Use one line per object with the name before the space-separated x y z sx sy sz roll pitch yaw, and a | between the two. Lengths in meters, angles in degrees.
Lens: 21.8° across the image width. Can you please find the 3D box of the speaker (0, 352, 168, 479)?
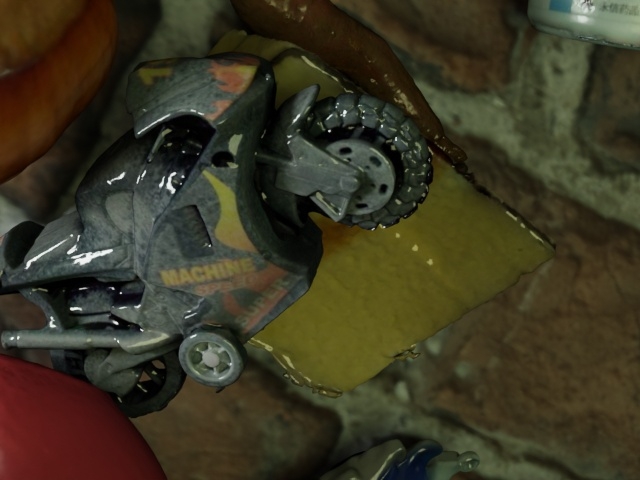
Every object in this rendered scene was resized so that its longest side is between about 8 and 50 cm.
speaker | -0.227 0.206 0.961 0.294 0.294 0.294 -5 106 -20

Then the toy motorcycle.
toy motorcycle | -0.082 -0.011 0.988 0.173 0.108 0.307 44 120 -14

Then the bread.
bread | 0.000 0.000 1.064 0.240 0.135 0.178 36 88 -23

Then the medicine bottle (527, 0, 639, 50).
medicine bottle | 0.212 -0.212 1.094 0.135 0.135 0.168 4 101 -22

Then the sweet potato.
sweet potato | 0.018 -0.119 1.091 0.214 0.050 0.050 36 90 -28

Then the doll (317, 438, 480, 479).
doll | 0.022 0.184 1.162 0.195 0.070 0.096 -19 140 -13

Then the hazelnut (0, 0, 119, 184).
hazelnut | -0.212 -0.112 0.949 0.182 0.182 0.182 -5 106 -20
